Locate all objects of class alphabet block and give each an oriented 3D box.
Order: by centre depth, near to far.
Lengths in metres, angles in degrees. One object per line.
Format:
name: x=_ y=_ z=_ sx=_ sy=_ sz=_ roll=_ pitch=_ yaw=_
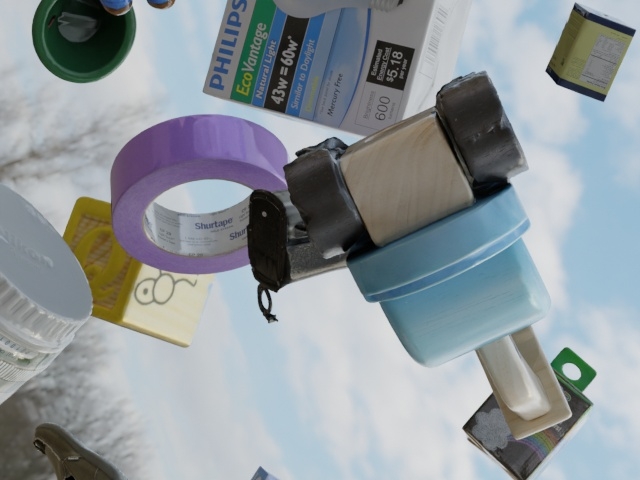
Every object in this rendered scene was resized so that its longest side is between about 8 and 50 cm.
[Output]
alphabet block: x=-0.314 y=0.055 z=2.027 sx=0.193 sy=0.192 sz=0.197 roll=12 pitch=-11 yaw=33

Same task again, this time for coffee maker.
coffee maker: x=0.000 y=0.000 z=1.586 sx=0.120 sy=0.178 sz=0.171 roll=53 pitch=-40 yaw=38

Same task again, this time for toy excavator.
toy excavator: x=0.161 y=0.060 z=1.323 sx=0.433 sy=0.222 sz=0.445 roll=-60 pitch=126 yaw=-80

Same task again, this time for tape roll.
tape roll: x=-0.174 y=-0.063 z=1.788 sx=0.275 sy=0.274 sz=0.090 roll=97 pitch=-13 yaw=-51

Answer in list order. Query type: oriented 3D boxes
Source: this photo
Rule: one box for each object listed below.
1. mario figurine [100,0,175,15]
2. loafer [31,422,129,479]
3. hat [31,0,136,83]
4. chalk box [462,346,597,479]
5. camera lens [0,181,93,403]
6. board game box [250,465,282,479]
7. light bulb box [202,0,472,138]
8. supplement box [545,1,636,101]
mario figurine: x=-0.263 y=-0.439 z=1.570 sx=0.170 sy=0.198 sz=0.320 roll=47 pitch=-12 yaw=18
loafer: x=-0.438 y=0.401 z=2.115 sx=0.251 sy=0.087 sz=0.094 roll=21 pitch=-28 yaw=42
hat: x=-0.420 y=-0.383 z=2.050 sx=0.173 sy=0.208 sz=0.183 roll=37 pitch=-3 yaw=-32
chalk box: x=0.343 y=0.268 z=1.894 sx=0.132 sy=0.213 sz=0.132 roll=42 pitch=-6 yaw=19
camera lens: x=-0.404 y=0.088 z=1.243 sx=0.219 sy=0.274 sz=0.219 roll=49 pitch=11 yaw=-13
board game box: x=-0.045 y=0.432 z=1.663 sx=0.211 sy=0.160 sz=0.039 roll=36 pitch=-6 yaw=-25
light bulb box: x=0.040 y=-0.362 z=2.017 sx=0.361 sy=0.225 sz=0.358 roll=16 pitch=-86 yaw=19
supplement box: x=0.290 y=-0.204 z=1.296 sx=0.083 sy=0.056 sz=0.083 roll=-86 pitch=-163 yaw=-72
